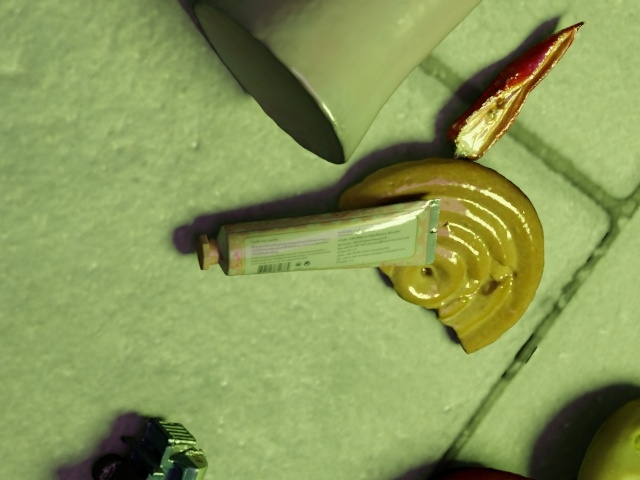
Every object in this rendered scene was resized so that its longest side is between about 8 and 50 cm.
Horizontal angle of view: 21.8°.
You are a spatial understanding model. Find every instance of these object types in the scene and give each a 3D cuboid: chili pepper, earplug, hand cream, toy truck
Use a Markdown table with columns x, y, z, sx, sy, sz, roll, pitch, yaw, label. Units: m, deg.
| x | y | z | sx | sy | sz | roll | pitch | yaw | label |
| --- | --- | --- | --- | --- | --- | --- | --- | --- | --- |
| 0.167 | -0.133 | 1.458 | 0.178 | 0.027 | 0.045 | -48 | 126 | 1 | chili pepper |
| 0.068 | -0.221 | 1.309 | 0.301 | 0.172 | 0.172 | -43 | 122 | -10 | earplug |
| 0.000 | 0.000 | 1.415 | 0.210 | 0.043 | 0.067 | -5 | 122 | -14 | hand cream |
| -0.162 | 0.253 | 1.451 | 0.088 | 0.074 | 0.201 | 10 | 106 | -37 | toy truck |

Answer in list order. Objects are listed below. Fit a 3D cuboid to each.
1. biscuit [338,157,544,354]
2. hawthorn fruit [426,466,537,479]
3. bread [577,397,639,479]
| x | y | z | sx | sy | sz | roll | pitch | yaw | label |
| --- | --- | --- | --- | --- | --- | --- | --- | --- | --- |
| 0.127 | 0.006 | 1.478 | 0.144 | 0.033 | 0.224 | -33 | 124 | 11 | biscuit |
| 0.187 | 0.312 | 1.547 | 0.190 | 0.251 | 0.189 | -10 | 103 | -47 | hawthorn fruit |
| 0.333 | 0.257 | 1.630 | 0.213 | 0.105 | 0.213 | -12 | 106 | -46 | bread |
